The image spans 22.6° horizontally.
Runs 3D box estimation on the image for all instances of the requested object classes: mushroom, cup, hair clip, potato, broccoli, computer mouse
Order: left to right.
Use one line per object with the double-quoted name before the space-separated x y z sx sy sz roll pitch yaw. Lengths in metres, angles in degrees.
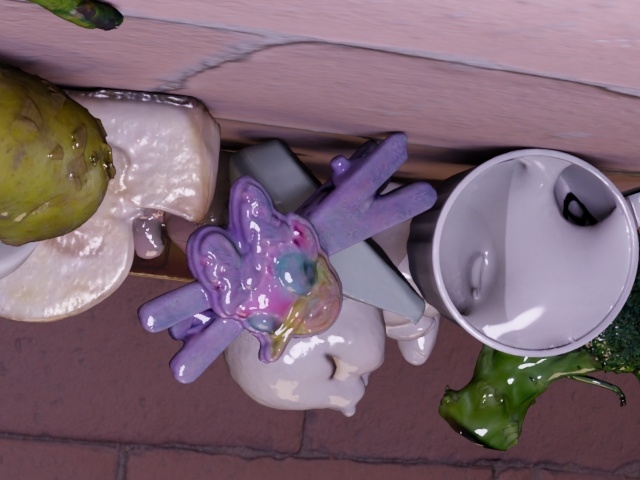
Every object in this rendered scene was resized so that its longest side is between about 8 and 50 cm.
"potato" -0.245 -0.072 1.014 0.251 0.113 0.149 23 -176 -32
"mushroom" -0.198 -0.026 1.223 0.236 0.173 0.162 5 179 -1
"hair clip" -0.018 -0.003 1.238 0.090 0.137 0.278 -1 -147 51
"computer mouse" 0.000 0.000 1.410 0.231 0.079 0.128 43 -171 -31
"cup" 0.187 0.013 1.375 0.221 0.167 0.202 10 180 -7
"broccoli" 0.265 0.099 1.822 0.297 0.297 0.297 29 -167 -8

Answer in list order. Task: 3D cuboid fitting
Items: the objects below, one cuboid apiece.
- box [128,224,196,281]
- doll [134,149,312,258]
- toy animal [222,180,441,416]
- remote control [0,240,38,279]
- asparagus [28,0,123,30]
"box" -0.196 -0.027 1.625 0.240 0.071 0.159 6 -156 -11
"doll" -0.122 -0.040 1.494 0.192 0.095 0.149 11 -143 18
"toy animal" 0.011 0.068 1.660 0.265 0.206 0.272 -36 168 -27
"remote control" -0.277 -0.046 1.100 0.190 0.029 0.087 41 -146 2
"asparagus" -0.143 -0.122 0.728 0.022 0.023 0.233 -41 167 9
